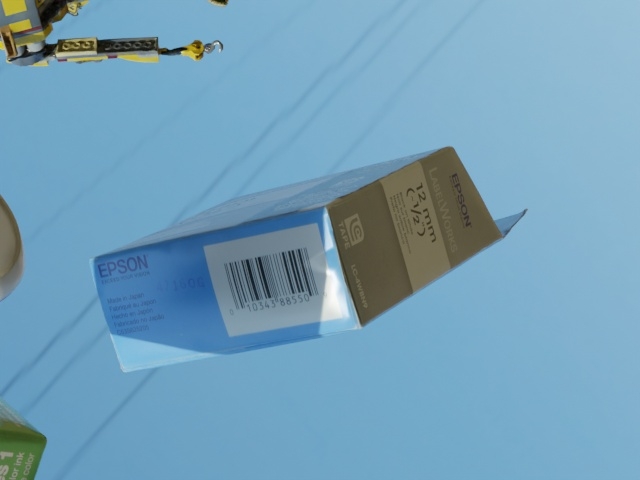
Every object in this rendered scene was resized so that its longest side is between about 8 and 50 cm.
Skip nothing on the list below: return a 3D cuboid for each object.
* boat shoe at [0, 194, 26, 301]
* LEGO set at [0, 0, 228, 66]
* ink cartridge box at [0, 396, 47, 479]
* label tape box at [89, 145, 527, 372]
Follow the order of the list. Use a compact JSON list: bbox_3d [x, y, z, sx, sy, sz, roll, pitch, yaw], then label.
[{"bbox_3d":[-0.382,0.001,1.680,0.340,0.158,0.127,33,-125,32],"label":"boat shoe"},{"bbox_3d":[-0.093,-0.198,1.156,0.331,0.192,0.255,-23,-126,-13],"label":"LEGO set"},{"bbox_3d":[-0.365,0.131,1.283,0.278,0.117,0.201,13,-168,-42],"label":"ink cartridge box"},{"bbox_3d":[0.000,0.000,1.651,0.347,0.249,0.115,-30,-75,-56],"label":"label tape box"}]
